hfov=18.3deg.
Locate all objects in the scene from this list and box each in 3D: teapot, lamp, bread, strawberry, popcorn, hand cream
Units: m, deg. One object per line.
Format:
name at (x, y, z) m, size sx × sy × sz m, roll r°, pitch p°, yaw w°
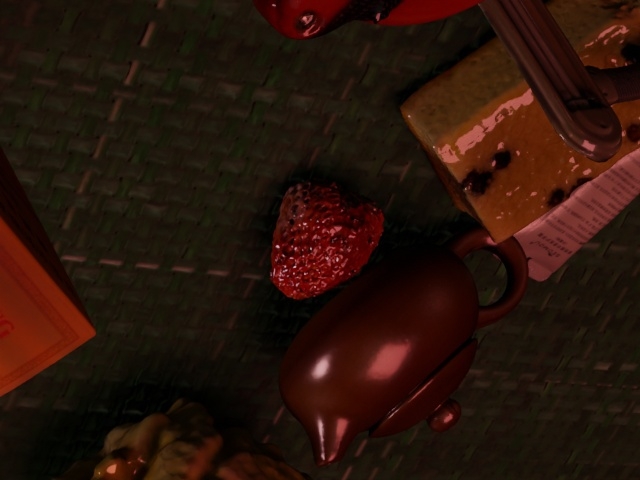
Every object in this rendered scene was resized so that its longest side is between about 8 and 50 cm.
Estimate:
teapot at (0.073, 0.081, 1.547) m, size 0.252 × 0.135 × 0.178 m, roll -37°, pitch 177°, yaw -25°
lamp at (0.245, -0.202, 1.402) m, size 0.283 × 0.203 × 0.124 m, roll -35°, pitch 169°, yaw 3°
bread at (0.242, -0.148, 1.511) m, size 0.361 × 0.077 × 0.138 m, roll -35°, pitch 136°, yaw 0°
strawberry at (0.000, 0.000, 1.493) m, size 0.083 × 0.083 × 0.096 m, roll 31°, pitch 98°, yaw -43°
popcorn at (-0.117, 0.243, 1.541) m, size 0.259 × 0.212 × 0.259 m, roll -33°, pitch 176°, yaw -2°
hand cream at (0.241, -0.056, 1.618) m, size 0.234 × 0.050 × 0.080 m, roll -45°, pitch 136°, yaw 18°

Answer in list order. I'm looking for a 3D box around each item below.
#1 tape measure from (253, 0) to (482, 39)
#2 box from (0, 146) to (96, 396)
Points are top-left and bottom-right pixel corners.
tape measure at (0.053, -0.259, 1.277) m, size 0.260 × 0.114 × 0.253 m, roll -14°, pitch 133°, yaw -21°
box at (-0.242, -0.058, 1.160) m, size 0.076 × 0.274 × 0.174 m, roll -33°, pitch 136°, yaw -1°
